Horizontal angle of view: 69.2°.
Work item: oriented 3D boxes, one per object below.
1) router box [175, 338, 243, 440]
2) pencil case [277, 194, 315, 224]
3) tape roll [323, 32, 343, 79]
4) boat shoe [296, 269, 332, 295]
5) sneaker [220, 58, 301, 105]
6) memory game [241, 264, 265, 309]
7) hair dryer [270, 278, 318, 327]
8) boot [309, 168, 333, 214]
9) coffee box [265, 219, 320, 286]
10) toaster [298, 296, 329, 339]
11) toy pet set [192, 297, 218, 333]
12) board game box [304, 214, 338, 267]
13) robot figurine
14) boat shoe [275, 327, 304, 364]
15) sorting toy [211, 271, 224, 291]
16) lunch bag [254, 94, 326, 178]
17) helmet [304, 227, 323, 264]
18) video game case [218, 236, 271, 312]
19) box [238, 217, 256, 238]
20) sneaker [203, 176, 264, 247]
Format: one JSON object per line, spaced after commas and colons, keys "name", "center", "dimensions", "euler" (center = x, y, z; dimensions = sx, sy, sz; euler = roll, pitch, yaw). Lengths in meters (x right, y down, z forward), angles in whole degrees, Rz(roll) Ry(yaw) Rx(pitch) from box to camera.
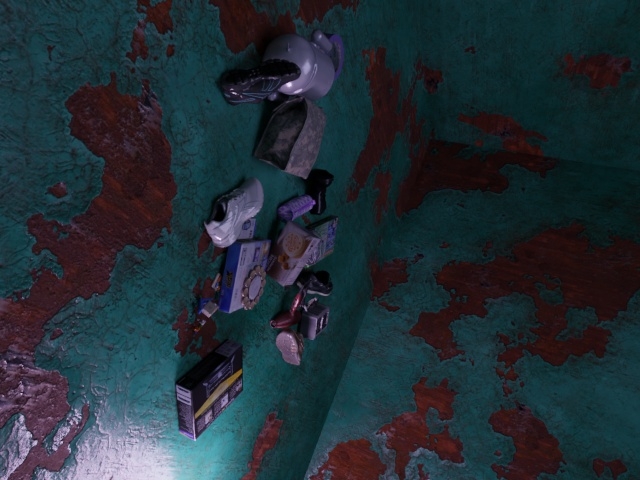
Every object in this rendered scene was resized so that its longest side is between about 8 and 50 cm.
{"name": "router box", "center": [-0.419, 0.567, 1.796], "dimensions": [0.309, 0.081, 0.242], "euler": [-37, 136, -56]}
{"name": "pencil case", "center": [-0.108, -0.144, 2.065], "dimensions": [0.206, 0.088, 0.086], "euler": [-41, 116, -55]}
{"name": "tape roll", "center": [0.026, -0.785, 1.990], "dimensions": [0.189, 0.080, 0.189], "euler": [-44, 142, -50]}
{"name": "boat shoe", "center": [-0.002, 0.210, 2.462], "dimensions": [0.113, 0.127, 0.340], "euler": [-51, 151, 12]}
{"name": "sneaker", "center": [-0.192, -0.517, 1.522], "dimensions": [0.267, 0.101, 0.106], "euler": [-16, 146, -12]}
{"name": "memory game", "center": [-0.264, 0.186, 1.841], "dimensions": [0.186, 0.012, 0.186], "euler": [15, 90, -72]}
{"name": "hair dryer", "center": [-0.135, 0.321, 2.267], "dimensions": [0.293, 0.080, 0.223], "euler": [-45, 144, -24]}
{"name": "boot", "center": [-0.001, -0.216, 2.175], "dimensions": [0.246, 0.094, 0.207], "euler": [-110, -155, -72]}
{"name": "coffee box", "center": [-0.130, 0.056, 1.985], "dimensions": [0.246, 0.141, 0.098], "euler": [-57, 163, 7]}
{"name": "toaster", "center": [-0.037, 0.433, 2.559], "dimensions": [0.168, 0.110, 0.185], "euler": [-27, 128, -62]}
{"name": "toy pet set", "center": [-0.422, 0.255, 1.657], "dimensions": [0.122, 0.065, 0.114], "euler": [-52, -177, -38]}
{"name": "board game box", "center": [0.000, 0.000, 2.459], "dimensions": [0.317, 0.046, 0.213], "euler": [-27, 129, -61]}
{"name": "robot figurine", "center": [-0.077, -0.626, 1.692], "dimensions": [0.300, 0.200, 0.353], "euler": [-50, 165, 21]}
{"name": "boat shoe", "center": [-0.147, 0.518, 2.367], "dimensions": [0.324, 0.123, 0.116], "euler": [88, 22, -53]}
{"name": "sorting toy", "center": [-0.372, 0.145, 1.731], "dimensions": [0.083, 0.012, 0.062], "euler": [-67, 156, -18]}
{"name": "lunch bag", "center": [-0.096, -0.406, 1.785], "dimensions": [0.287, 0.169, 0.235], "euler": [-64, 163, 9]}
{"name": "helmet", "center": [-0.064, 0.026, 2.175], "dimensions": [0.169, 0.162, 0.169], "euler": [-46, 144, -49]}
{"name": "video game case", "center": [-0.295, 0.127, 1.820], "dimensions": [0.244, 0.061, 0.269], "euler": [-8, 111, -70]}
{"name": "box", "center": [-0.292, -0.048, 1.781], "dimensions": [0.136, 0.028, 0.081], "euler": [-7, 110, -68]}
{"name": "sneaker", "center": [-0.297, -0.118, 1.630], "dimensions": [0.297, 0.111, 0.129], "euler": [-63, 149, -29]}
